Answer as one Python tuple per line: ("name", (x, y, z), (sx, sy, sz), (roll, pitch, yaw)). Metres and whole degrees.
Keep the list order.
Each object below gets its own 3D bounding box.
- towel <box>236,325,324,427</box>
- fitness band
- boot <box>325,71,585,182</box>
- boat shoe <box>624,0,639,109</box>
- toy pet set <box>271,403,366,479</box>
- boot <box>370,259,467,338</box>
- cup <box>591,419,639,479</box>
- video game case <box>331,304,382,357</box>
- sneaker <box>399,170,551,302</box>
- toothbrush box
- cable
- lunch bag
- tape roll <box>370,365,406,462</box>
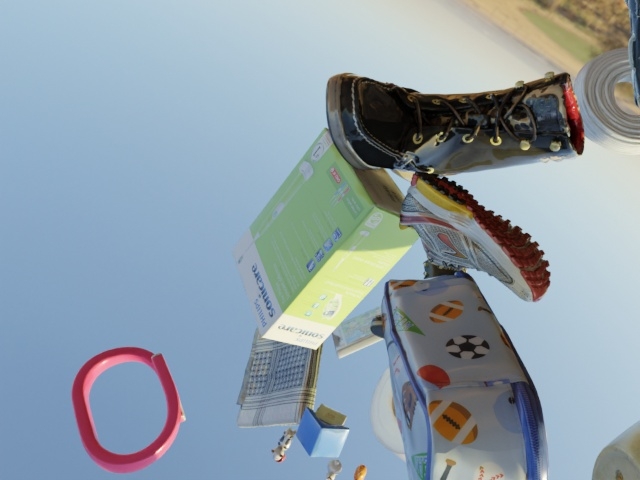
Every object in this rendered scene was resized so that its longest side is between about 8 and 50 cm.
("towel", (-0.114, 0.344, 1.666), (0.056, 0.324, 0.312), (27, -120, -31))
("fitness band", (-0.407, 0.345, 1.311), (0.209, 0.054, 0.291), (-20, -130, -18))
("boot", (0.202, -0.169, 0.886), (0.377, 0.284, 0.138), (15, -108, -57))
("boat shoe", (0.464, -0.273, 0.817), (0.302, 0.114, 0.091), (51, -144, -45))
("toy pet set", (0.000, 0.275, 0.789), (0.122, 0.114, 0.065), (24, -165, 12))
("boot", (0.230, 0.133, 1.407), (0.085, 0.236, 0.178), (73, -164, -54))
("cup", (0.471, 0.324, 0.729), (0.237, 0.331, 0.331), (-2, -151, -3))
("video game case", (0.129, 0.207, 1.528), (0.193, 0.212, 0.023), (-110, -4, -81))
("sneaker", (0.186, 0.004, 0.772), (0.088, 0.092, 0.225), (0, -146, -42))
("toothbrush box", (0.000, 0.000, 0.996), (0.122, 0.283, 0.206), (22, -152, -39))
("cable", (0.715, -0.328, 1.446), (0.257, 0.257, 0.089), (38, 171, 9))
("lunch bag", (0.131, 0.181, 0.611), (0.115, 0.243, 0.303), (-7, -157, 4))
("tape roll", (0.243, 0.342, 1.233), (0.169, 0.246, 0.246), (42, -163, -29))
